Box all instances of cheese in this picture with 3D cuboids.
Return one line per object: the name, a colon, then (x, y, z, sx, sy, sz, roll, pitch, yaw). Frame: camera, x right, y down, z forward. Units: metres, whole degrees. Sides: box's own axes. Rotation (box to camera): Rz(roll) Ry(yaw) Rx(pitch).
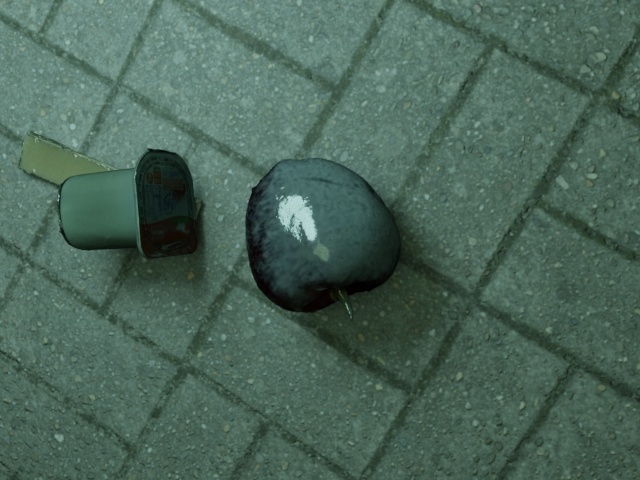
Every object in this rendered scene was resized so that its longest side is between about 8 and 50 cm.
cheese: (-0.417, -0.111, 1.390, 0.400, 0.034, 0.085, 23, 95, 13)

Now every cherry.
cherry: (0.000, 0.000, 1.198, 0.255, 0.218, 0.296, -26, 79, 19)

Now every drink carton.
drink carton: (-0.345, -0.061, 1.280, 0.190, 0.185, 0.191, -3, 93, 25)
